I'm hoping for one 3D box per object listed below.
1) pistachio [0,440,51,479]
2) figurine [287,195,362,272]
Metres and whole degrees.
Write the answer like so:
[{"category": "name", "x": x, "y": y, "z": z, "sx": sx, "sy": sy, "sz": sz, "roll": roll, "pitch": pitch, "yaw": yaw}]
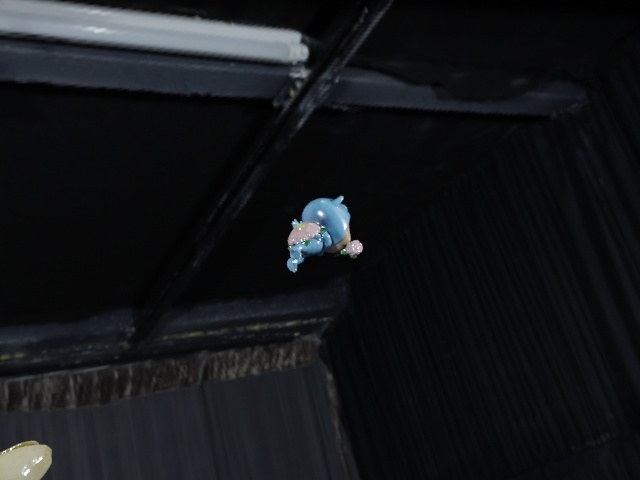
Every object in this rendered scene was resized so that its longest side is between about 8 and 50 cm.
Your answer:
[{"category": "pistachio", "x": -0.762, "y": 0.570, "z": 1.900, "sx": 0.206, "sy": 0.129, "sz": 0.131, "roll": -37, "pitch": -46, "yaw": -46}, {"category": "figurine", "x": 0.004, "y": 0.001, "z": 1.552, "sx": 0.178, "sy": 0.144, "sz": 0.114, "roll": -48, "pitch": 3, "yaw": -38}]
